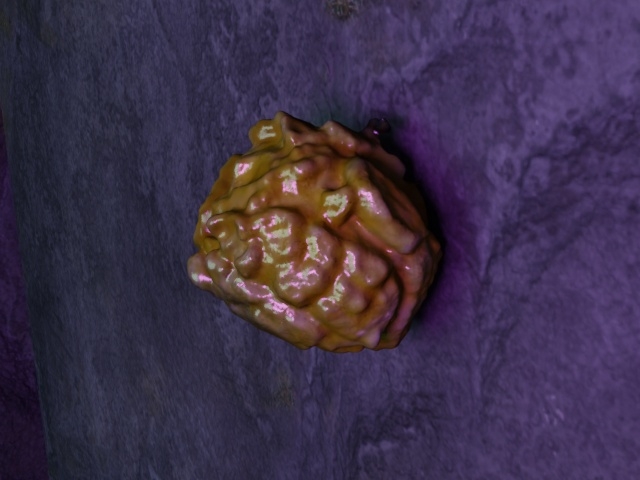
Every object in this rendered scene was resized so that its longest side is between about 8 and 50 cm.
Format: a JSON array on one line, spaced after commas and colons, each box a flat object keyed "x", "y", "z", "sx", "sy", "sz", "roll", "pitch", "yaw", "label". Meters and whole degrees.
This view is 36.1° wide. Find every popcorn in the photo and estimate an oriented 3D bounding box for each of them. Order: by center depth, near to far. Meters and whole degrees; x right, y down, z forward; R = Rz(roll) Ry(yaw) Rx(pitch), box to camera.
[{"x": -0.002, "y": -0.009, "z": 0.943, "sx": 0.249, "sy": 0.249, "sz": 0.225, "roll": 8, "pitch": 78, "yaw": 56, "label": "popcorn"}]
